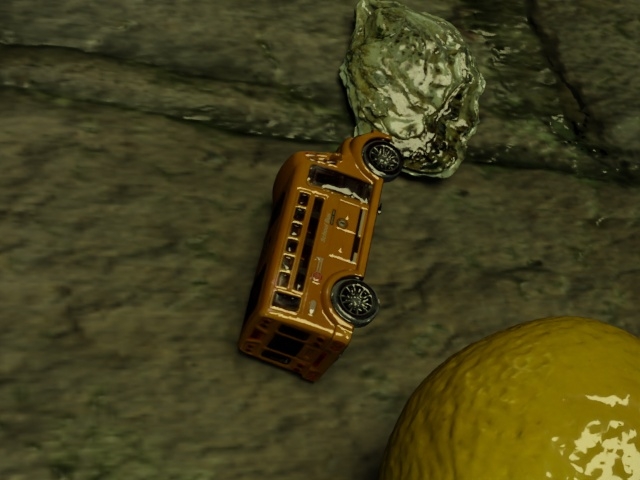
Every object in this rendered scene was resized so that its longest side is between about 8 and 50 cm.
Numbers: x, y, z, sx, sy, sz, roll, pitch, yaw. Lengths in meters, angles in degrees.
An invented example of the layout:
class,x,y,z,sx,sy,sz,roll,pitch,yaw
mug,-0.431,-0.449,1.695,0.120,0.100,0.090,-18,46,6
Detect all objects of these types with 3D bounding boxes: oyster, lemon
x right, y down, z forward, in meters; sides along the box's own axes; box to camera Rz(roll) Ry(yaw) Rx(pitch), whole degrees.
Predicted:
class,x,y,z,sx,sy,sz,roll,pitch,yaw
oyster,0.078,-0.137,0.949,0.125,0.064,0.177,5,68,-3
lemon,0.150,0.161,0.670,0.228,0.253,0.228,5,71,-15

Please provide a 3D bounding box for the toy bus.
class,x,y,z,sx,sy,sz,roll,pitch,yaw
toy bus,0.000,0.000,0.812,0.088,0.083,0.194,19,55,-10
